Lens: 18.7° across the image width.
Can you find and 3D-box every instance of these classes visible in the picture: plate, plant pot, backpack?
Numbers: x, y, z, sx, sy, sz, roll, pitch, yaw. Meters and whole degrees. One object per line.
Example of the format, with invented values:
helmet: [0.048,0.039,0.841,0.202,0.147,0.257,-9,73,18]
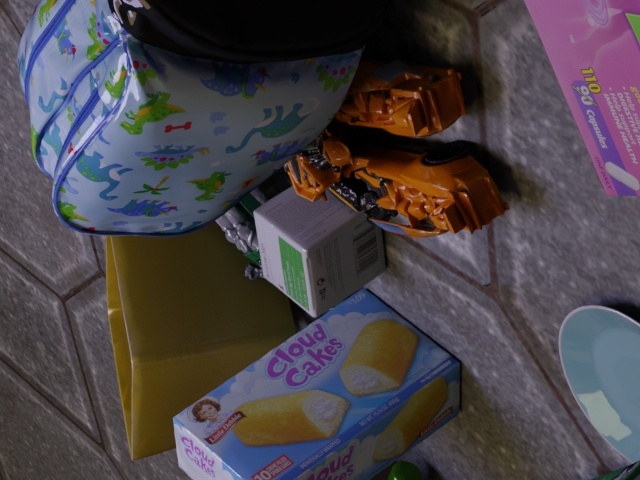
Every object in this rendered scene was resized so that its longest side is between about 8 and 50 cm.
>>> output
plate: [0.286,0.133,1.725,0.188,0.024,0.188,41,150,30]
plant pot: [-0.134,0.096,2.172,0.212,0.187,0.212,99,162,-54]
backpack: [-0.128,-0.153,1.709,0.355,0.290,0.273,-16,80,53]

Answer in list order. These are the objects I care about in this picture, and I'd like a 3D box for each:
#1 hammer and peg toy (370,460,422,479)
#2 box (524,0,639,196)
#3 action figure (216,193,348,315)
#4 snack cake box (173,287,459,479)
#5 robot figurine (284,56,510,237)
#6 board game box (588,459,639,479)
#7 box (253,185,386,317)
hammer and peg toy: [0.059,0.361,2.113,0.361,0.266,0.127,44,133,26]
box: [0.270,-0.146,1.323,0.243,0.117,0.213,4,124,58]
action figure: [-0.050,0.016,2.078,0.232,0.063,0.137,39,165,-12]
snack cake box: [-0.002,0.180,1.999,0.152,0.264,0.089,38,148,33]
robot figurine: [0.045,-0.094,1.808,0.291,0.085,0.211,11,129,56]
board game box: [0.346,0.358,1.830,0.317,0.046,0.213,52,156,2]
box: [0.000,0.000,1.976,0.087,0.102,0.101,38,150,36]
